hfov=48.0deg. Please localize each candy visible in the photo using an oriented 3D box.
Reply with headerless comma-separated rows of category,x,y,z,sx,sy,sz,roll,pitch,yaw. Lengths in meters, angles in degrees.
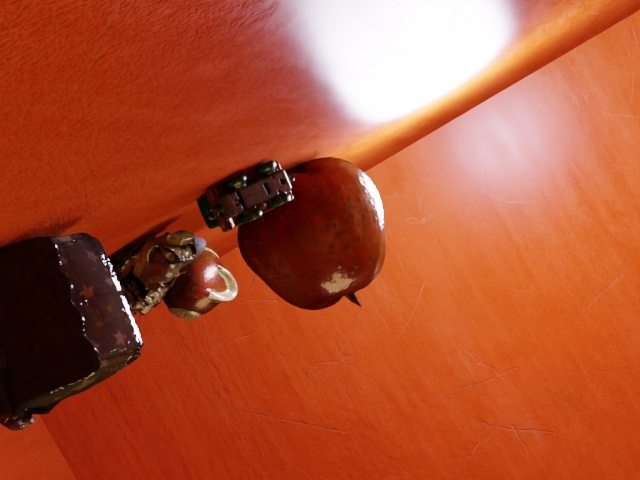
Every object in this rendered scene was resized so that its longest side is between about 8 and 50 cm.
candy,-0.399,0.052,1.926,0.174,0.071,0.138,-29,180,14

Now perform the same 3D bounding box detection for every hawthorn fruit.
hawthorn fruit,0.000,0.000,1.832,0.403,0.402,0.403,-30,180,0

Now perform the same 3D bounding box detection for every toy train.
toy train,-0.149,-0.086,1.422,0.136,0.091,0.228,-14,-168,47

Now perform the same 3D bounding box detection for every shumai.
shumai,-0.562,0.171,2.207,0.201,0.120,0.201,-32,-179,1

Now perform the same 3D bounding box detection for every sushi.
sushi,-0.377,0.066,1.552,0.291,0.131,0.139,-38,175,25

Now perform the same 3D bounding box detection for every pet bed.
pet bed,-0.373,0.108,0.959,0.183,0.210,0.159,-29,171,24

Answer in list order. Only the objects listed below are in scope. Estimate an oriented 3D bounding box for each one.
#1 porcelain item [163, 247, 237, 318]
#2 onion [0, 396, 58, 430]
porcelain item,-0.380,0.148,2.310,0.253,0.252,0.253,-30,180,0
onion,-0.823,0.390,1.908,0.314,0.232,0.314,-4,159,-1
